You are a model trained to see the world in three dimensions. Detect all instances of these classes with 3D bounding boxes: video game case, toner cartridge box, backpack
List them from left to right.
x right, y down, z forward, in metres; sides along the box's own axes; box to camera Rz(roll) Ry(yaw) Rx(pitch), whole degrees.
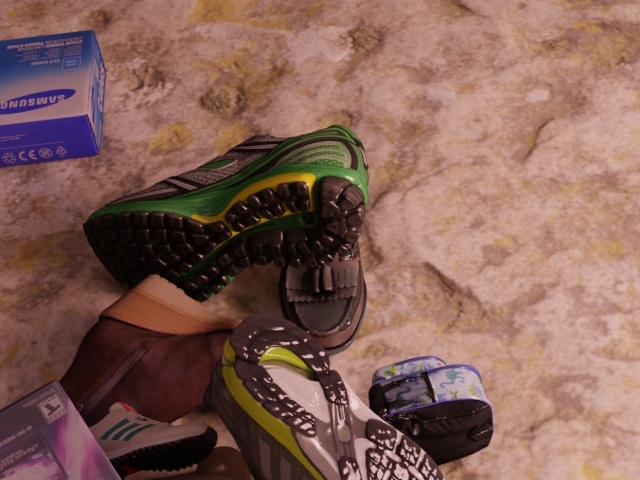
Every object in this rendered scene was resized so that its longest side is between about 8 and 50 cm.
[{"bbox_3d":[-0.447,-0.165,1.804,0.347,0.075,0.165,-7,47,2],"label":"toner cartridge box"},{"bbox_3d":[-0.262,0.250,1.252,0.196,0.026,0.274,-30,41,-14],"label":"video game case"},{"bbox_3d":[0.103,0.162,1.387,0.114,0.105,0.084,-11,46,-5],"label":"backpack"}]

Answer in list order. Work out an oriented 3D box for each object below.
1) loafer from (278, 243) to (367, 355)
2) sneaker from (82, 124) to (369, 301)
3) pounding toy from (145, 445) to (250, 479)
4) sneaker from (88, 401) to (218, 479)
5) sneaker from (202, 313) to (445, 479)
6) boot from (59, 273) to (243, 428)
[{"bbox_3d":[0.000,0.000,1.571,0.096,0.084,0.267,-3,46,5],"label":"loafer"},{"bbox_3d":[-0.097,-0.030,1.555,0.343,0.134,0.146,-11,36,24],"label":"sneaker"},{"bbox_3d":[-0.129,0.296,1.316,0.183,0.110,0.237,-21,18,2],"label":"pounding toy"},{"bbox_3d":[-0.174,0.182,1.378,0.161,0.057,0.075,-18,54,20],"label":"sneaker"},{"bbox_3d":[0.009,0.205,1.322,0.111,0.121,0.300,-35,84,-37],"label":"sneaker"},{"bbox_3d":[-0.150,0.163,1.461,0.248,0.090,0.207,28,69,27],"label":"boot"}]
